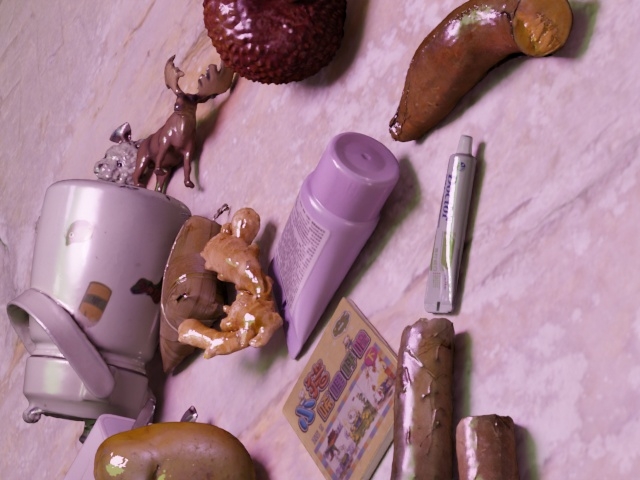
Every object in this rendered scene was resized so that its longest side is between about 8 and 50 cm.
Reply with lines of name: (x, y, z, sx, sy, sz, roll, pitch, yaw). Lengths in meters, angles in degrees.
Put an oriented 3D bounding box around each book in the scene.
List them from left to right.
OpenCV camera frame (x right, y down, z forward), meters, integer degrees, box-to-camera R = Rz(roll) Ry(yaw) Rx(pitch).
book: (0.031, 0.181, 1.665, 0.168, 0.013, 0.192, -62, 34, 15)

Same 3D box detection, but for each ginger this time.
ginger: (-0.102, 0.062, 1.835, 0.176, 0.052, 0.193, 33, 78, 32)

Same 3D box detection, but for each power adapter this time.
power adapter: (-0.233, 0.290, 1.884, 0.205, 0.130, 0.125, -58, 36, 18)

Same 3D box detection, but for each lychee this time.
lychee: (-0.056, -0.285, 1.864, 0.194, 0.194, 0.194, -28, 53, 46)

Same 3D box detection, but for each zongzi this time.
zongzi: (-0.180, 0.062, 1.981, 0.178, 0.081, 0.189, 121, 156, -47)

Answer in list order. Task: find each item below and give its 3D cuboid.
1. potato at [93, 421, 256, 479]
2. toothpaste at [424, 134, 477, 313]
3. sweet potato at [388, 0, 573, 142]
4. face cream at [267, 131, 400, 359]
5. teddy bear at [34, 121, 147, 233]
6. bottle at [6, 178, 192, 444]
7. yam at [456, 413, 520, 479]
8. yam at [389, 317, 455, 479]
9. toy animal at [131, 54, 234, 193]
potato: (-0.176, 0.291, 1.752, 0.157, 0.194, 0.157, -164, 90, -78)
toothpaste: (0.143, -0.018, 1.585, 0.048, 0.029, 0.197, 0, 78, 55)
sweet potato: (0.158, -0.196, 1.594, 0.286, 0.085, 0.112, -35, 53, 43)
face cream: (0.000, 0.000, 1.739, 0.274, 0.096, 0.154, -61, 36, 39)
teddy bear: (-0.316, -0.060, 2.206, 0.133, 0.111, 0.213, 25, 72, 37)
bottle: (-0.314, 0.105, 2.002, 0.229, 0.229, 0.351, -5, 71, 54)
yam: (0.163, 0.308, 1.376, 0.066, 0.066, 0.299, -28, 54, 46)
yam: (0.102, 0.233, 1.492, 0.067, 0.071, 0.317, -2, 68, 16)
toy animal: (-0.207, -0.162, 2.091, 0.214, 0.094, 0.186, -36, 39, 52)
